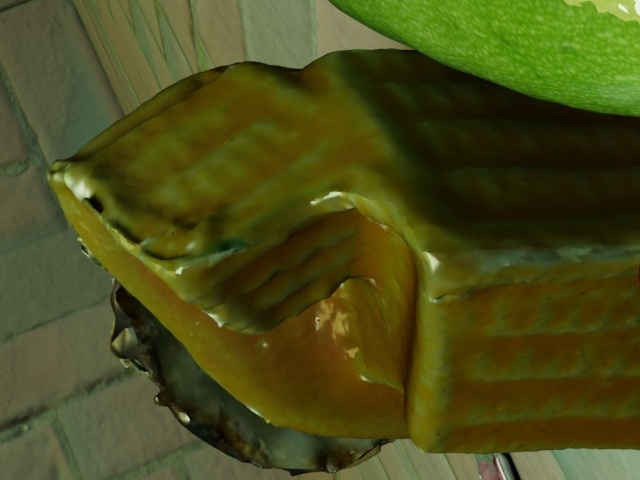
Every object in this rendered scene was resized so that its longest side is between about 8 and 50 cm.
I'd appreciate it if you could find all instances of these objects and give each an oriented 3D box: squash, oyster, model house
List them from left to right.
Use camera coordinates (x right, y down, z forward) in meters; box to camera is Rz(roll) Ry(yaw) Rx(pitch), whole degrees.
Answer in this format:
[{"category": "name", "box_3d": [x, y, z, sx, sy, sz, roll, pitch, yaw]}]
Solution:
[{"category": "oyster", "box_3d": [-0.007, 0.002, 0.824, 0.092, 0.260, 0.198, -11, 113, 54]}, {"category": "model house", "box_3d": [0.035, 0.012, 0.642, 0.239, 0.268, 0.173, -165, 73, -77]}, {"category": "squash", "box_3d": [0.056, -0.110, 0.553, 0.395, 0.107, 0.107, -134, 23, -70]}]

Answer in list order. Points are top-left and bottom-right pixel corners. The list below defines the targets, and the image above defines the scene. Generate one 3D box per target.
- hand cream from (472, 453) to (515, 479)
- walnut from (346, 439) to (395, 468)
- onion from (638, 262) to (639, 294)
[{"category": "hand cream", "box_3d": [0.155, 0.265, 1.094, 0.079, 0.050, 0.275, -35, 70, 55]}, {"category": "walnut", "box_3d": [-0.005, 0.094, 1.239, 0.149, 0.167, 0.166, 96, 150, -75]}, {"category": "onion", "box_3d": [0.122, 0.049, 0.428, 0.150, 0.140, 0.150, 54, 168, 17]}]
